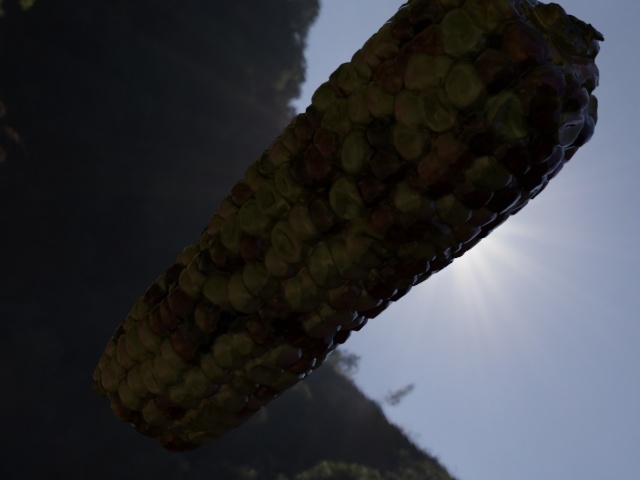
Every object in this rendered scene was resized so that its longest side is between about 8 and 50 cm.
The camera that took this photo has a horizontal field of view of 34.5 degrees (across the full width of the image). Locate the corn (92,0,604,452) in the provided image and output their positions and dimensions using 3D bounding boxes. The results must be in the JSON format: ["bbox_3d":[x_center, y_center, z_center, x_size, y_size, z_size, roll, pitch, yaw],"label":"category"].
[{"bbox_3d":[0.000,0.000,0.437,0.280,0.092,0.092,-43,-115,24],"label":"corn"}]
